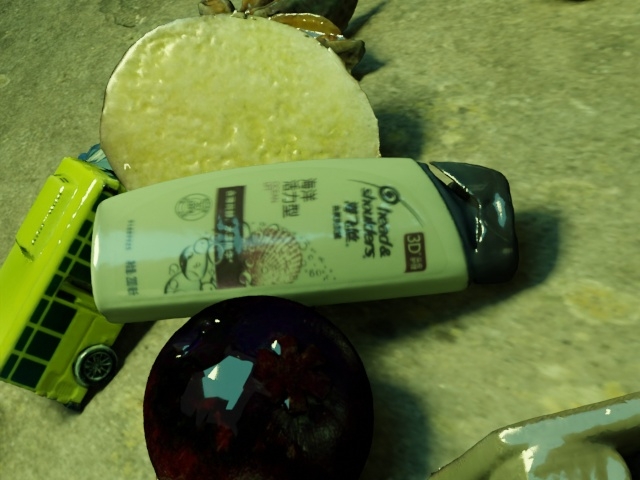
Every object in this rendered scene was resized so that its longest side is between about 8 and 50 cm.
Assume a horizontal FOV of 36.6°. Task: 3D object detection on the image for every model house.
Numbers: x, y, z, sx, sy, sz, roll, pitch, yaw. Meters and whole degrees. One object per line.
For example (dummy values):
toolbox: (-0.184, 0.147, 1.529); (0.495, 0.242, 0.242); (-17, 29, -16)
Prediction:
model house: (0.138, 0.193, 0.562); (0.229, 0.122, 0.188); (120, 159, -58)

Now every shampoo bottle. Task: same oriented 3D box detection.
shampoo bottle: (-0.015, -0.009, 0.848); (0.360, 0.078, 0.134); (-6, 64, 5)

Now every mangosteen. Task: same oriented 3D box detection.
mangosteen: (-0.061, 0.150, 0.792); (0.230, 0.194, 0.194); (-42, 25, 52)

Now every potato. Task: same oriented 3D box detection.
potato: (-0.077, -0.121, 1.038); (0.116, 0.299, 0.239); (-53, -24, -78)

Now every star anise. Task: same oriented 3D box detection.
star anise: (-0.086, -0.231, 1.217); (0.332, 0.117, 0.331); (-9, 48, 11)

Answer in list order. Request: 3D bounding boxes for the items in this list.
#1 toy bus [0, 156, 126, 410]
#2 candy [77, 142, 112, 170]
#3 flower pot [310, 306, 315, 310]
toy bus: (-0.275, 0.038, 1.083); (0.128, 0.150, 0.262); (27, 88, 53)
candy: (-0.247, -0.085, 1.273); (0.331, 0.077, 0.187); (-7, 43, 33)
flower pot: (0.000, 0.000, 0.942); (0.089, 0.111, 0.111); (-32, 36, -3)
